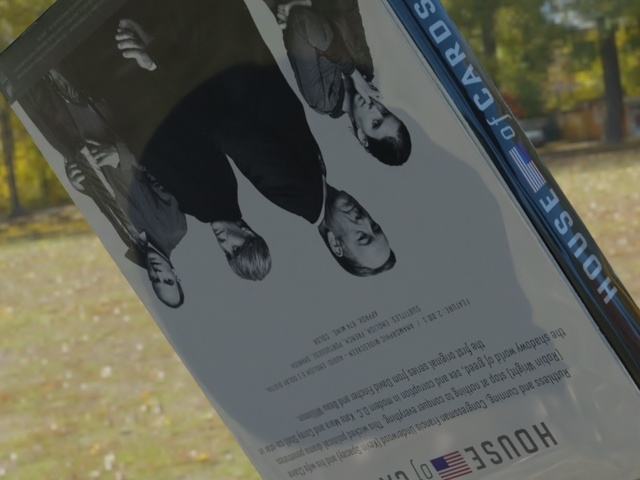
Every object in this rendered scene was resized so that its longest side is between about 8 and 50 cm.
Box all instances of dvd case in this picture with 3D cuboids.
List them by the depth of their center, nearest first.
[{"bbox_3d":[0.000,0.000,0.473,0.179,0.239,0.029,-28,8,46],"label":"dvd case"}]
